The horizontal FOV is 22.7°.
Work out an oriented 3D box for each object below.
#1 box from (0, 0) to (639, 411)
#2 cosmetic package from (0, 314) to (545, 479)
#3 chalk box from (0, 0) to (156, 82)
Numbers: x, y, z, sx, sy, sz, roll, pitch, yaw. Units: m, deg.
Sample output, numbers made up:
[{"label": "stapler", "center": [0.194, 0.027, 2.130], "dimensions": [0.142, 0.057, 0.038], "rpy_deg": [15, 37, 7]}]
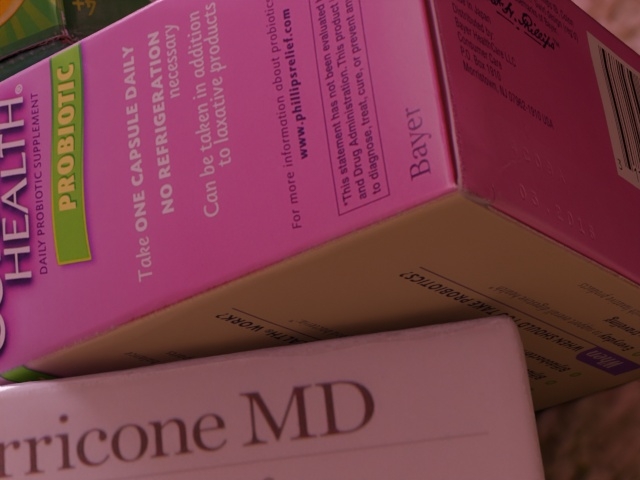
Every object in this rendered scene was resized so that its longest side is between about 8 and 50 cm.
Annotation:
[{"label": "box", "center": [0.000, 0.000, 0.611], "dimensions": [0.243, 0.214, 0.117], "rpy_deg": [-23, 62, 30]}, {"label": "cosmetic package", "center": [-0.012, 0.272, 0.511], "dimensions": [0.230, 0.161, 0.453], "rpy_deg": [-9, 66, 3]}, {"label": "chalk box", "center": [-0.113, -0.140, 0.733], "dimensions": [0.179, 0.180, 0.288], "rpy_deg": [-14, 84, 42]}]
